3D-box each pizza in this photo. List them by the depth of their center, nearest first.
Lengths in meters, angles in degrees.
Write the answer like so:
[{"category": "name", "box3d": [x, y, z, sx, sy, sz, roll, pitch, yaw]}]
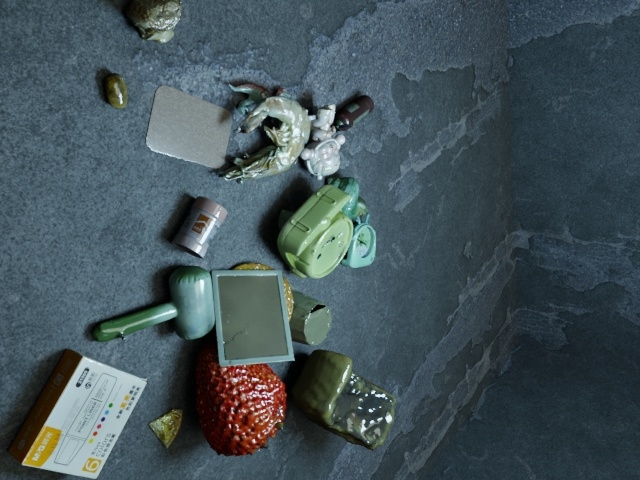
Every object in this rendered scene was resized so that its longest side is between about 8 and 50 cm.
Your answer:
[{"category": "pizza", "box3d": [-0.456, 0.550, 1.595, 0.109, 0.026, 0.122, 26, 80, -48]}]

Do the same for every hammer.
[{"category": "hammer", "box3d": [-0.441, 0.199, 1.465, 0.336, 0.119, 0.206, -18, 112, -40]}]

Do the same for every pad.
[{"category": "pad", "box3d": [-0.355, -0.308, 1.504, 0.266, 0.002, 0.176, 11, 91, -51]}]

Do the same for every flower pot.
[{"category": "flower pot", "box3d": [-0.079, 0.253, 1.838, 0.212, 0.203, 0.212, -11, 105, -50]}]

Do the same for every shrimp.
[{"category": "shrimp", "box3d": [-0.169, -0.293, 1.630, 0.360, 0.085, 0.246, -38, 136, -24]}]

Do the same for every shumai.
[{"category": "shumai", "box3d": [-0.392, -0.535, 1.316, 0.145, 0.146, 0.116, -54, 154, -26]}]

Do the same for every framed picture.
[{"category": "framed picture", "box3d": [-0.206, 0.228, 1.637, 0.231, 0.018, 0.293, 2, 65, -25]}]

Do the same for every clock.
[{"category": "clock", "box3d": [0.000, 0.000, 1.863, 0.286, 0.117, 0.348, -48, 152, -20]}, {"category": "clock", "box3d": [0.156, -0.001, 2.153, 0.159, 0.066, 0.210, -5, 103, -50]}]

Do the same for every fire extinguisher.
[{"category": "fire extinguisher", "box3d": [0.114, -0.448, 1.956, 0.231, 0.099, 0.071, -44, 126, -36]}]

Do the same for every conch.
[{"category": "conch", "box3d": [0.098, -0.156, 2.002, 0.175, 0.122, 0.188, -68, 147, -45]}]

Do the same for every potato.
[{"category": "potato", "box3d": [-0.487, -0.357, 1.301, 0.051, 0.040, 0.083, -23, 116, -39]}]

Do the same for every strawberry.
[{"category": "strawberry", "box3d": [-0.258, 0.458, 1.664, 0.351, 0.267, 0.312, 62, 18, -2]}]

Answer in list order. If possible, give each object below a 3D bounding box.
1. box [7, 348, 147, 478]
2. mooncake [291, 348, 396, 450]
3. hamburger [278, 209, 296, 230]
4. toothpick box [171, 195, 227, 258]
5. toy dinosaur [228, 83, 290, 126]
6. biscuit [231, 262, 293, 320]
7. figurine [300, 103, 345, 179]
[{"category": "box", "box3d": [-0.591, 0.432, 1.348, 0.221, 0.091, 0.273, 40, 68, -47]}, {"category": "mooncake", "box3d": [0.094, 0.583, 1.975, 0.246, 0.394, 0.393, -60, 178, -17]}, {"category": "hamburger", "box3d": [-0.100, -0.057, 1.844, 0.121, 0.054, 0.084, 12, 95, -49]}, {"category": "toothpick box", "box3d": [-0.337, -0.036, 1.523, 0.098, 0.098, 0.148, 42, 68, -47]}, {"category": "toy dinosaur", "box3d": [-0.186, -0.435, 1.635, 0.242, 0.053, 0.167, 34, 72, -49]}, {"category": "biscuit", "box3d": [-0.201, 0.192, 1.706, 0.254, 0.035, 0.253, 6, 74, -22]}, {"category": "figurine", "box3d": [-0.008, -0.321, 1.828, 0.182, 0.145, 0.256, -45, 132, -61]}]
